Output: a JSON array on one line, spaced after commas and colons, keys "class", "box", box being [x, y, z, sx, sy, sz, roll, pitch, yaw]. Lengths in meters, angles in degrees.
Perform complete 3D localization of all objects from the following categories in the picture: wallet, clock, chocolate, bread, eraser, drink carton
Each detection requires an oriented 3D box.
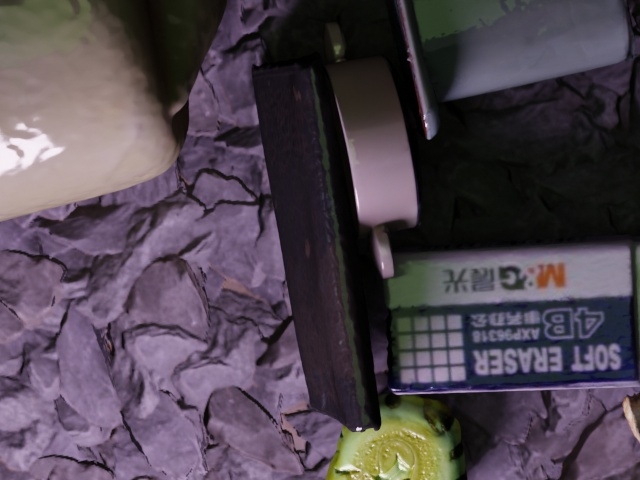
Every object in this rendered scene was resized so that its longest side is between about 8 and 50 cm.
[{"class": "wallet", "box": [0.000, 0.000, 1.521, 0.044, 0.170, 0.321, -10, 96, -14]}, {"class": "clock", "box": [0.045, -0.080, 1.499, 0.063, 0.155, 0.229, -10, 76, -3]}, {"class": "chocolate", "box": [-0.230, -0.158, 1.458, 0.297, 0.314, 0.326, 0, 96, 5]}, {"class": "bread", "box": [0.069, 0.202, 1.579, 0.130, 0.071, 0.139, 1, 99, 11]}, {"class": "eraser", "box": [0.200, 0.062, 1.534, 0.287, 0.086, 0.130, -4, 96, 9]}, {"class": "drink carton", "box": [0.147, -0.202, 1.469, 0.190, 0.191, 0.185, -17, 95, 0]}]

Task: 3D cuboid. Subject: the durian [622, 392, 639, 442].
[{"class": "durian", "box": [0.309, 0.180, 1.546, 0.052, 0.066, 0.130, -31, 101, 11]}]
